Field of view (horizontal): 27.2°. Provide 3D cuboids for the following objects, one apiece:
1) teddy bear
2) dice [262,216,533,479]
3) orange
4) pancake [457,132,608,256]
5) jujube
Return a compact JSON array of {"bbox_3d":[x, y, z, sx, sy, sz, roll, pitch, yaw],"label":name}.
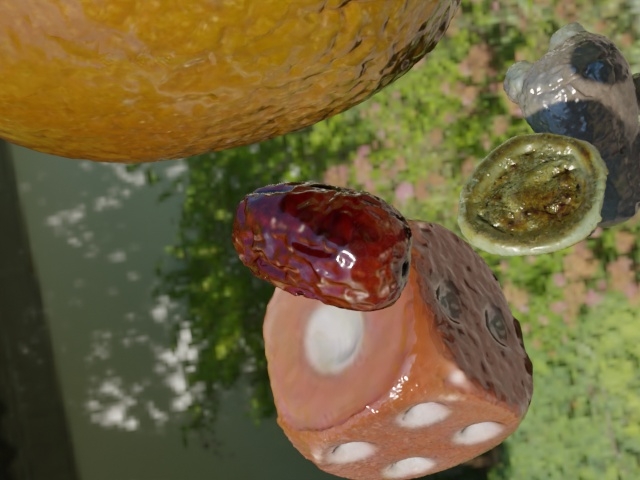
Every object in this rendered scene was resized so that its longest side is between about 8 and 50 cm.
[{"bbox_3d":[0.353,-0.144,1.732,0.151,0.236,0.267,38,162,50],"label":"teddy bear"},{"bbox_3d":[0.069,0.098,1.132,0.179,0.174,0.175,26,-138,-42],"label":"dice"},{"bbox_3d":[-0.086,-0.194,0.691,0.322,0.357,0.322,7,-90,-89],"label":"orange"},{"bbox_3d":[0.141,-0.032,0.883,0.017,0.108,0.108,62,-167,-50],"label":"pancake"},{"bbox_3d":[0.000,0.000,0.849,0.077,0.129,0.077,-27,-55,-47],"label":"jujube"}]
